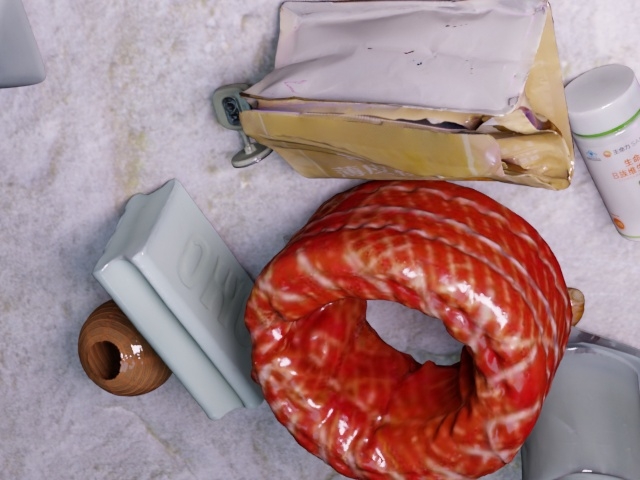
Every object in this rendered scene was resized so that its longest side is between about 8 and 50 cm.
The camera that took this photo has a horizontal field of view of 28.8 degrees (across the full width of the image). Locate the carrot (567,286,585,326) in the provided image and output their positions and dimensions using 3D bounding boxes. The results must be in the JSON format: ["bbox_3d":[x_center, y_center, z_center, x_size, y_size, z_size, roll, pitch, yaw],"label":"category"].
[{"bbox_3d":[0.267,0.131,1.568,0.048,0.048,0.216,25,135,-6],"label":"carrot"}]

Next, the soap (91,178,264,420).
[{"bbox_3d":[-0.156,0.075,1.553,0.087,0.160,0.265,-19,121,26],"label":"soap"}]

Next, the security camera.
[{"bbox_3d":[-0.094,-0.136,1.438,0.058,0.058,0.092,-13,116,24],"label":"security camera"}]

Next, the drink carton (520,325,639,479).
[{"bbox_3d":[0.324,0.238,1.522,0.191,0.190,0.185,20,134,-20],"label":"drink carton"}]

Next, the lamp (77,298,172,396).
[{"bbox_3d":[-0.253,0.140,1.652,0.136,0.136,0.136,7,130,9],"label":"lamp"}]

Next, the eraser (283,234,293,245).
[{"bbox_3d":[0.000,0.000,1.542,0.099,0.019,0.027,-11,125,21],"label":"eraser"}]

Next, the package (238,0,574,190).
[{"bbox_3d":[0.080,-0.119,1.283,0.311,0.165,0.221,7,131,29],"label":"package"}]

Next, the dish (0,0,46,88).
[{"bbox_3d":[-0.450,-0.217,1.400,0.243,0.080,0.182,-5,137,4],"label":"dish"}]

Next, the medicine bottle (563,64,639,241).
[{"bbox_3d":[0.328,-0.091,1.338,0.086,0.086,0.183,-17,123,26],"label":"medicine bottle"}]

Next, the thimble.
[{"bbox_3d":[0.101,0.106,1.411,0.350,0.230,0.350,11,120,20],"label":"thimble"}]
